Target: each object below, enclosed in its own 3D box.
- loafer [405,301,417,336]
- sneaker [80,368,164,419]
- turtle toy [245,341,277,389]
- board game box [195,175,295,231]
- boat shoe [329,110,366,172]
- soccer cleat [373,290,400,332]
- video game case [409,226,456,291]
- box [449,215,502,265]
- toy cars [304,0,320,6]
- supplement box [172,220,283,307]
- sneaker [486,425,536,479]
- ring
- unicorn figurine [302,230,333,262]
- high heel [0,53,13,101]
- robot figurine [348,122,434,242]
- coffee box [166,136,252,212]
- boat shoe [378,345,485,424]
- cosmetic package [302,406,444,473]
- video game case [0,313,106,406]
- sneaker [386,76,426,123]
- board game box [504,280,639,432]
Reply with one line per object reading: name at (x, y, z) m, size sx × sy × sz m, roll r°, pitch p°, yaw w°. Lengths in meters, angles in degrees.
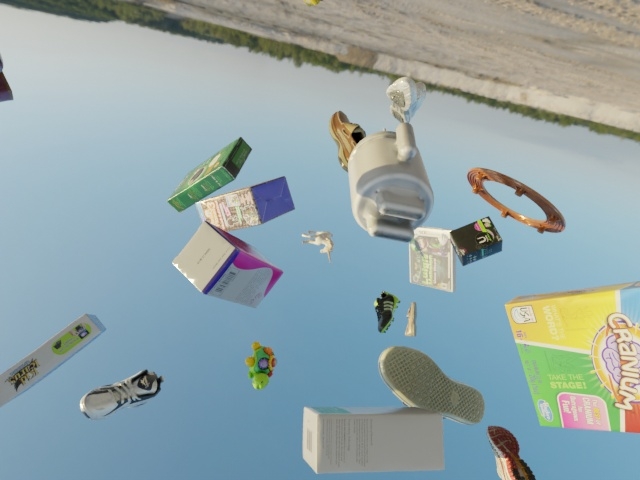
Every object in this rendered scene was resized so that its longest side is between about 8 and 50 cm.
loafer at (0.322, 0.281, 1.604) m, size 0.039 × 0.125 × 0.045 m, roll -4°, pitch 156°, yaw 24°
sneaker at (-0.545, 0.426, 1.277) m, size 0.094 × 0.153 × 0.235 m, roll 60°, pitch -165°, yaw 26°
turtle toy at (-0.156, 0.340, 1.207) m, size 0.066 × 0.095 × 0.130 m, roll -2°, pitch -139°, yaw 19°
board game box at (-0.291, -0.135, 1.752) m, size 0.291 × 0.141 × 0.232 m, roll -10°, pitch -168°, yaw 32°
boat shoe at (0.128, -0.400, 1.773) m, size 0.122 × 0.120 × 0.324 m, roll 20°, pitch -136°, yaw -41°
soccer cleat at (0.191, 0.216, 1.360) m, size 0.072 × 0.060 × 0.179 m, roll 29°, pitch -149°, yaw 6°
video game case at (0.348, 0.054, 1.403) m, size 0.022 × 0.190 × 0.173 m, roll -10°, pitch -168°, yaw -35°
box at (0.307, 0.002, 0.887) m, size 0.083 × 0.052 × 0.062 m, roll -22°, pitch -122°, yaw 9°
toy cars at (-0.048, -0.640, 0.847) m, size 0.087 × 0.393 × 0.176 m, roll -2°, pitch -166°, yaw 38°
supplement box at (-0.190, 0.059, 0.968) m, size 0.114 × 0.111 × 0.220 m, roll 38°, pitch 179°, yaw 26°
sneaker at (0.556, 0.663, 1.353) m, size 0.088 × 0.092 × 0.225 m, roll 7°, pitch -148°, yaw -8°
ring at (0.601, -0.117, 1.407) m, size 0.336 × 0.032 × 0.336 m, roll 35°, pitch 180°, yaw 0°
unicorn figurine at (0.000, 0.000, 1.440) m, size 0.111 × 0.060 × 0.162 m, roll 5°, pitch -150°, yaw 16°
high heel at (-0.748, -0.360, 0.896) m, size 0.181 × 0.377 × 0.127 m, roll -26°, pitch -96°, yaw -29°
robot figurine at (0.175, -0.149, 1.160) m, size 0.200 × 0.300 × 0.353 m, roll 13°, pitch -139°, yaw -12°
coffee box at (-0.231, -0.135, 0.934) m, size 0.040 × 0.184 × 0.113 m, roll 47°, pitch -143°, yaw -27°
boat shoe at (0.369, 0.515, 1.569) m, size 0.500 × 0.187 × 0.156 m, roll 32°, pitch 154°, yaw -27°
cosmetic package at (0.146, 0.564, 1.283) m, size 0.365 × 0.155 × 0.197 m, roll 4°, pitch 165°, yaw -14°
video game case at (-0.659, 0.283, 1.108) m, size 0.244 × 0.061 × 0.269 m, roll -40°, pitch -174°, yaw -23°
sneaker at (0.263, -0.437, 1.330) m, size 0.090 × 0.115 × 0.232 m, roll 43°, pitch -179°, yaw 9°
board game box at (0.506, 0.195, 0.757) m, size 0.064 × 0.242 × 0.316 m, roll -12°, pitch 175°, yaw -43°
